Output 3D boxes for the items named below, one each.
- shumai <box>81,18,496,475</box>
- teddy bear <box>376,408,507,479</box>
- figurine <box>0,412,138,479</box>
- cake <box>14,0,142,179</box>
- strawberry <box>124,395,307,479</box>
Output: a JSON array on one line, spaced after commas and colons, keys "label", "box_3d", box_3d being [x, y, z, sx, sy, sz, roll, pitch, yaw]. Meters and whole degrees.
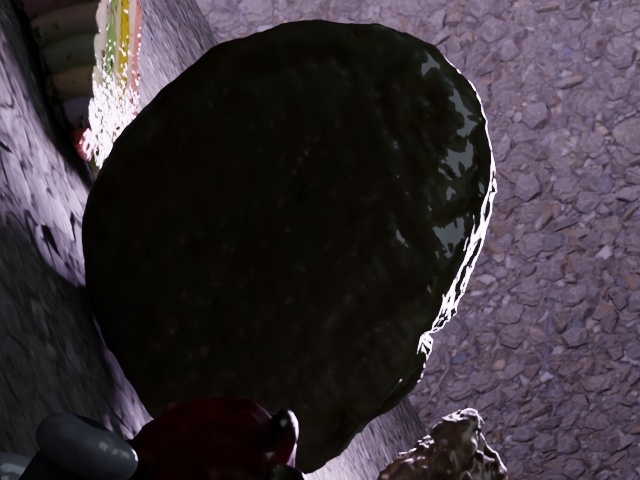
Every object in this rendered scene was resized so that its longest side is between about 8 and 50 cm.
[{"label": "shumai", "box_3d": [0.000, 0.000, 1.395, 0.292, 0.330, 0.288, 41, 8, 19]}, {"label": "teddy bear", "box_3d": [0.105, 0.320, 1.524, 0.296, 0.222, 0.246, 54, -26, 16]}, {"label": "figurine", "box_3d": [-0.105, 0.156, 0.647, 0.265, 0.140, 0.193, 53, -27, 42]}, {"label": "cake", "box_3d": [-0.181, -0.143, 1.554, 0.109, 0.090, 0.225, 64, 4, -59]}, {"label": "strawberry", "box_3d": [-0.057, 0.199, 0.915, 0.280, 0.150, 0.253, -121, -161, -79]}]
